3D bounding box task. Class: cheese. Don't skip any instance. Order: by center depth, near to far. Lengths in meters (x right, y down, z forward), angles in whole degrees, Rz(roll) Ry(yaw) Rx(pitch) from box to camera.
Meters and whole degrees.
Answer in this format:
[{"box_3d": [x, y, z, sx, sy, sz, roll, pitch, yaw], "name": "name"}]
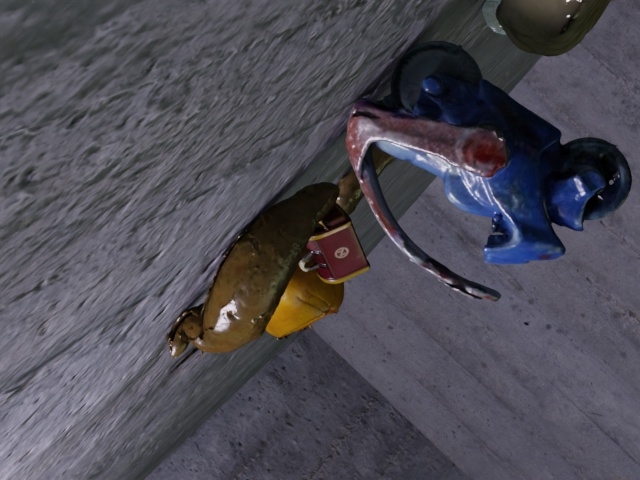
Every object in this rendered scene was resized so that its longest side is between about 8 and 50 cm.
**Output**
[{"box_3d": [0.332, -0.368, 1.172, 0.318, 0.115, 0.326, -54, 168, 15], "name": "cheese"}]

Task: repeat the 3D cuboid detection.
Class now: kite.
[{"box_3d": [-0.189, 0.166, 1.673, 0.244, 0.006, 0.198, -41, 172, -49], "name": "kite"}]

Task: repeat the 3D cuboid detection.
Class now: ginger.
[{"box_3d": [0.067, -0.099, 1.519, 0.173, 0.051, 0.069, -46, 178, 13], "name": "ginger"}]

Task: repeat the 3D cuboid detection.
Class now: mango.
[{"box_3d": [-0.039, 0.078, 1.575, 0.154, 0.126, 0.252, -45, 166, 6], "name": "mango"}]

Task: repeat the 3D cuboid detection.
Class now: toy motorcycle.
[{"box_3d": [0.185, -0.078, 1.172, 0.182, 0.319, 0.241, -45, 167, -50], "name": "toy motorcycle"}]

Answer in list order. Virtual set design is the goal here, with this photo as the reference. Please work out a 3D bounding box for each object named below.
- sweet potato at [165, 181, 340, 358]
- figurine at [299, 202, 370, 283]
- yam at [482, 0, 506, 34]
[{"box_3d": [-0.089, 0.056, 1.196, 0.310, 0.098, 0.124, -51, -166, 20], "name": "sweet potato"}, {"box_3d": [0.000, 0.000, 1.438, 0.098, 0.082, 0.154, -34, 137, -6], "name": "figurine"}, {"box_3d": [0.298, -0.354, 1.373, 0.169, 0.068, 0.068, -43, 173, -29], "name": "yam"}]
